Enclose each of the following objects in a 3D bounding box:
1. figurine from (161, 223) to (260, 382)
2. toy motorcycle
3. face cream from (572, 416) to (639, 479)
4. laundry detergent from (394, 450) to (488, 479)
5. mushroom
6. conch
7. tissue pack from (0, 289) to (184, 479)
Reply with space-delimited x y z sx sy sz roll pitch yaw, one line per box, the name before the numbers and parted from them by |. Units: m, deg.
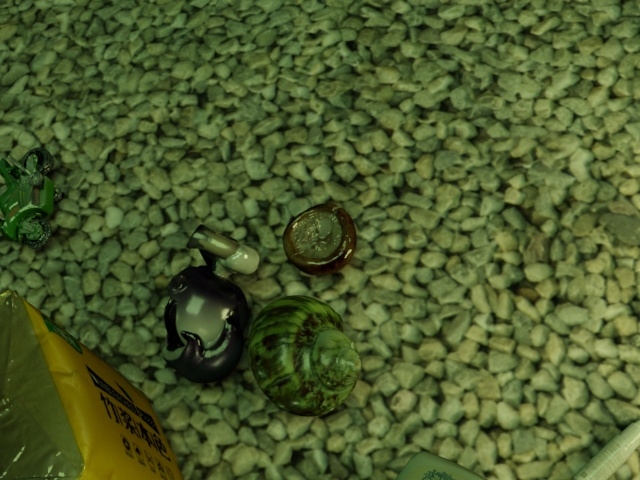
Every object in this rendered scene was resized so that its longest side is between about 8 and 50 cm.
figurine | -0.156 0.101 1.578 0.145 0.145 0.222 21 91 20
toy motorcycle | -0.491 -0.065 1.766 0.106 0.074 0.190 -15 62 14
face cream | 0.395 0.286 1.426 0.130 0.034 0.034 -42 64 -9
laundry detergent | 0.193 0.422 1.361 0.280 0.105 0.215 33 77 23
mushroom | 0.000 0.000 1.638 0.123 0.052 0.123 -8 56 11
conch | -0.018 0.156 1.526 0.181 0.124 0.187 18 61 16
tissue pack | -0.340 0.285 1.372 0.228 0.382 0.293 -32 57 1
